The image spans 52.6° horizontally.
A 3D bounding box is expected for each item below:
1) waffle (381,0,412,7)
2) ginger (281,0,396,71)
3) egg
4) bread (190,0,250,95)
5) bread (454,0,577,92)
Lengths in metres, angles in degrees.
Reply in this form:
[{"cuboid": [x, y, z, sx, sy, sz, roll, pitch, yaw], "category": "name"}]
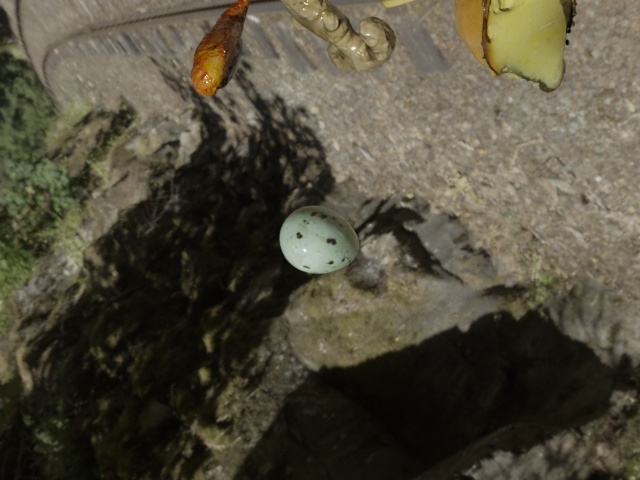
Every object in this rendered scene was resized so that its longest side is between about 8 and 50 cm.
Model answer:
[{"cuboid": [0.192, -0.497, 1.248, 0.097, 0.153, 0.023, 1, 130, 46], "category": "waffle"}, {"cuboid": [-0.014, -0.291, 0.803, 0.258, 0.065, 0.149, 41, 172, 13], "category": "ginger"}, {"cuboid": [0.000, 0.000, 1.236, 0.164, 0.131, 0.131, 14, -163, -41], "category": "egg"}, {"cuboid": [-0.221, -0.416, 1.401, 0.095, 0.269, 0.139, 22, 143, -23], "category": "bread"}, {"cuboid": [0.313, -0.390, 1.054, 0.204, 0.262, 0.162, 11, -175, -35], "category": "bread"}]
